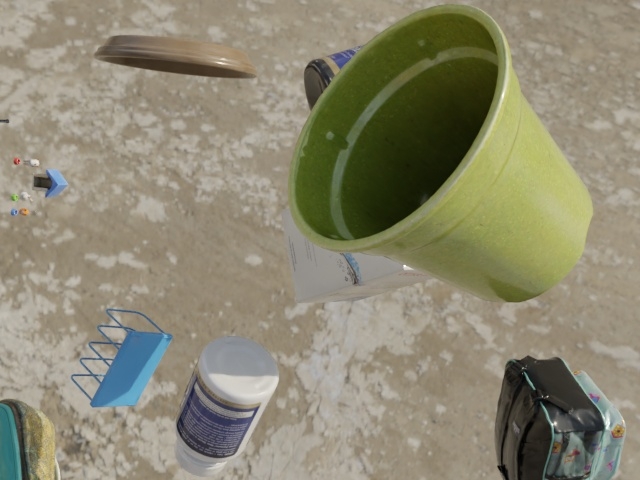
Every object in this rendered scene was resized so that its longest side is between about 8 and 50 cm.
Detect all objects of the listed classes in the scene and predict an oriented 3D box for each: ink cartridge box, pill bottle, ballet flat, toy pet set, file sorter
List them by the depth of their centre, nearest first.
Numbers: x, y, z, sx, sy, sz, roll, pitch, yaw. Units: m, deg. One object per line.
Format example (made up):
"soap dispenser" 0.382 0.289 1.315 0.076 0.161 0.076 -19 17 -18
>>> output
"pill bottle" -0.119 0.201 0.890 0.094 0.169 0.094 17 35 -12
"ballet flat" -0.397 0.384 1.015 0.123 0.123 0.349 -5 57 -17
"pill bottle" 0.096 -0.241 1.141 0.219 0.123 0.123 -21 54 -15
"ink cartridge box" 0.083 0.000 1.285 0.171 0.232 0.168 5 71 -51
"file sorter" -0.404 0.233 1.514 0.104 0.170 0.118 35 9 30
"toy pet set" -0.600 -0.113 1.618 0.065 0.122 0.114 6 6 11

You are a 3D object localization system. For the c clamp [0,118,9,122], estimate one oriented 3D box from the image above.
"c clamp" -0.604 -0.260 1.258 0.137 0.022 0.161 -7 71 -27

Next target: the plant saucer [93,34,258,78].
"plant saucer" -0.245 -0.314 1.296 0.277 0.041 0.278 5 7 -1

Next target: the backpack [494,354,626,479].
"backpack" 0.313 0.269 1.020 0.144 0.189 0.166 4 23 -14

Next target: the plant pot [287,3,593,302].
"plant pot" 0.148 -0.060 0.806 0.254 0.276 0.276 33 34 -35
